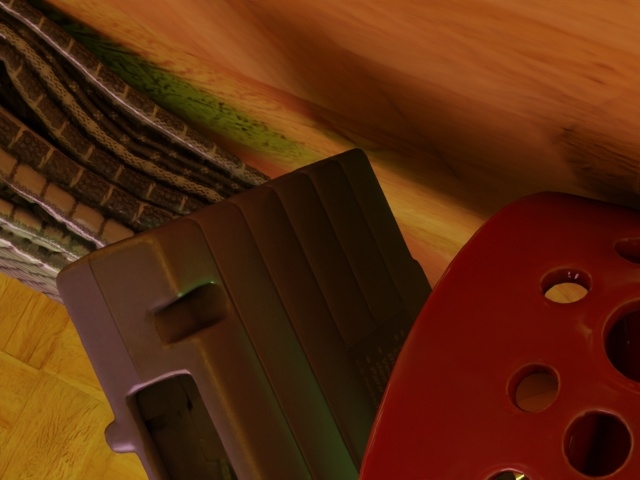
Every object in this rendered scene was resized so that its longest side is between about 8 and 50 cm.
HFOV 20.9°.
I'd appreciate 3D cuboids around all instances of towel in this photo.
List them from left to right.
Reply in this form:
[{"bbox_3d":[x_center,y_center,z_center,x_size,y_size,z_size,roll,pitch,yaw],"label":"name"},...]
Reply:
[{"bbox_3d":[-0.161,-0.053,0.914,0.284,0.121,0.235,31,171,-18],"label":"towel"}]

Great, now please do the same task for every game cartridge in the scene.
[{"bbox_3d":[0.032,0.145,0.696,0.355,0.068,0.230,66,-161,-1],"label":"game cartridge"}]

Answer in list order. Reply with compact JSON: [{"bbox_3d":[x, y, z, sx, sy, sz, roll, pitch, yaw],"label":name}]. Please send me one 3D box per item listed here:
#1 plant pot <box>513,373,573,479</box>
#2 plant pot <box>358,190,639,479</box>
[{"bbox_3d":[0.124,0.194,1.153,0.291,0.291,0.203,31,-170,-35],"label":"plant pot"},{"bbox_3d":[0.126,0.092,0.571,0.174,0.191,0.191,16,169,32],"label":"plant pot"}]
